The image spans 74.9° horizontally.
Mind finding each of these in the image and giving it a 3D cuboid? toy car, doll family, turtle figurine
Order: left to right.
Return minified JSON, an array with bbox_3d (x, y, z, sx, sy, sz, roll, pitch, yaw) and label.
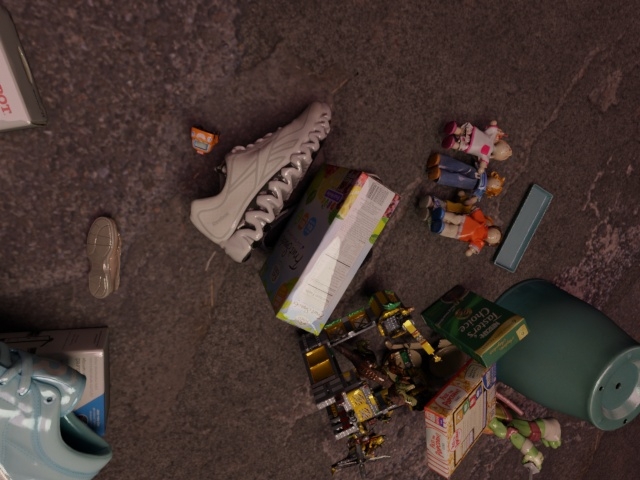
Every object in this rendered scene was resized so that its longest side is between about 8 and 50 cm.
[{"bbox_3d":[-0.142,-0.141,0.642,0.122,0.060,0.040,16,103,-24],"label":"toy car"},{"bbox_3d":[0.280,-0.095,0.803,0.163,0.118,0.262,13,81,-17],"label":"doll family"},{"bbox_3d":[0.405,0.469,0.948,0.267,0.274,0.197,11,135,-27],"label":"turtle figurine"}]

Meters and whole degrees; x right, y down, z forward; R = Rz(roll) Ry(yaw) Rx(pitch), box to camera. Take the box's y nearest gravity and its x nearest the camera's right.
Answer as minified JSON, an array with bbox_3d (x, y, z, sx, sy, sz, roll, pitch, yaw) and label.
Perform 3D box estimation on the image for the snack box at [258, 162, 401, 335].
[{"bbox_3d":[0.000,0.000,0.585,0.070,0.174,0.206,28,94,-20],"label":"snack box"}]

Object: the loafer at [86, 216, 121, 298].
[{"bbox_3d":[-0.325,0.024,0.634,0.045,0.039,0.125,10,99,11],"label":"loafer"}]

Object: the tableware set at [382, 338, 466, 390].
[{"bbox_3d":[0.222,0.256,0.903,0.195,0.039,0.128,0,116,-15],"label":"tableware set"}]

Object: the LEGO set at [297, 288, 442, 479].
[{"bbox_3d":[0.109,0.275,0.748,0.255,0.192,0.330,-17,119,-6],"label":"LEGO set"}]

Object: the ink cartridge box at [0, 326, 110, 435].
[{"bbox_3d":[-0.427,0.217,0.616,0.203,0.086,0.148,0,104,-21],"label":"ink cartridge box"}]

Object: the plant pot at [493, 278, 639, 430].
[{"bbox_3d":[0.536,0.250,0.900,0.272,0.255,0.271,-5,106,-20],"label":"plant pot"}]

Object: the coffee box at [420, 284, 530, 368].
[{"bbox_3d":[0.298,0.161,0.823,0.113,0.184,0.040,-36,115,-8],"label":"coffee box"}]

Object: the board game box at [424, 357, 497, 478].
[{"bbox_3d":[0.273,0.326,0.797,0.194,0.045,0.146,-25,116,-38],"label":"board game box"}]

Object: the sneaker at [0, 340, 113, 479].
[{"bbox_3d":[-0.385,0.175,0.515,0.150,0.135,0.365,-28,119,-21],"label":"sneaker"}]

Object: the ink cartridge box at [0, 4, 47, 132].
[{"bbox_3d":[-0.466,-0.192,0.488,0.209,0.087,0.152,-17,110,-17],"label":"ink cartridge box"}]

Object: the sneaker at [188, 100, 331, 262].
[{"bbox_3d":[-0.081,-0.113,0.627,0.118,0.110,0.292,33,69,-3],"label":"sneaker"}]

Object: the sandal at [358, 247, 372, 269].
[{"bbox_3d":[0.023,0.058,0.776,0.179,0.040,0.067,-37,120,-24],"label":"sandal"}]

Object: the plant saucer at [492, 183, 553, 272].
[{"bbox_3d":[0.442,-0.026,0.919,0.067,0.018,0.191,23,96,-25],"label":"plant saucer"}]

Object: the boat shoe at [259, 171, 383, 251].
[{"bbox_3d":[0.005,-0.048,0.712,0.255,0.079,0.095,-19,112,-15],"label":"boat shoe"}]
